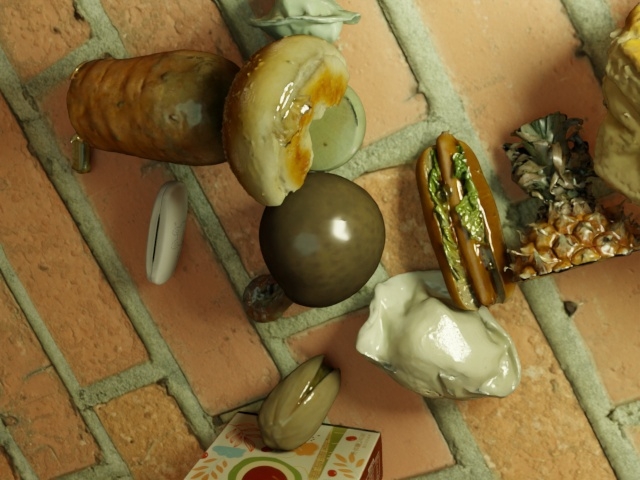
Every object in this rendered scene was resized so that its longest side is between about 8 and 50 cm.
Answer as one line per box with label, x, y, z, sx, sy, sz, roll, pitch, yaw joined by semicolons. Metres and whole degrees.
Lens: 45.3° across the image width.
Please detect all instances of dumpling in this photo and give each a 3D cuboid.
dumpling;0.235;0.185;1.505;0.318;0.187;0.242;14;71;4
dumpling;-0.035;-0.415;1.397;0.219;0.153;0.108;-2;78;20

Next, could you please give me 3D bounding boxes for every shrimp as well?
shrimp;-0.095;0.107;1.634;0.190;0.042;0.101;-39;84;26

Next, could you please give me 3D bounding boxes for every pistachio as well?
pistachio;-0.043;0.341;1.615;0.136;0.136;0.226;39;74;4

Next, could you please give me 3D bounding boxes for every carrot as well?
carrot;-0.298;-0.257;1.495;0.341;0.224;0.224;4;108;25

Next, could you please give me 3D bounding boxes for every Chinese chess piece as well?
Chinese chess piece;-0.005;-0.226;1.479;0.188;0.083;0.188;4;105;15

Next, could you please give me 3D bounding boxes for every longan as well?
longan;0.000;0.000;1.455;0.258;0.258;0.258;6;108;17

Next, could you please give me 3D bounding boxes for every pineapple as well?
pineapple;0.408;-0.083;1.328;0.262;0.262;0.271;-18;84;23

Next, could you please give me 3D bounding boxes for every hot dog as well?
hot dog;0.259;-0.036;1.410;0.135;0.100;0.337;-16;90;21

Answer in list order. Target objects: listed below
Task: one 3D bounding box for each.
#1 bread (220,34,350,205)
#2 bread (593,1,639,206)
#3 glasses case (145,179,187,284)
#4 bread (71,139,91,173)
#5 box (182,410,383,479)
bread;-0.084;-0.223;1.334;0.171;0.192;0.314;22;91;22
bread;0.622;-0.186;1.038;0.371;0.390;0.279;-31;132;-11
glasses case;-0.331;-0.016;1.648;0.059;0.092;0.233;18;110;15
bread;-0.526;-0.191;1.691;0.049;0.034;0.088;11;106;31
box;-0.084;0.514;1.565;0.345;0.385;0.122;4;109;18
